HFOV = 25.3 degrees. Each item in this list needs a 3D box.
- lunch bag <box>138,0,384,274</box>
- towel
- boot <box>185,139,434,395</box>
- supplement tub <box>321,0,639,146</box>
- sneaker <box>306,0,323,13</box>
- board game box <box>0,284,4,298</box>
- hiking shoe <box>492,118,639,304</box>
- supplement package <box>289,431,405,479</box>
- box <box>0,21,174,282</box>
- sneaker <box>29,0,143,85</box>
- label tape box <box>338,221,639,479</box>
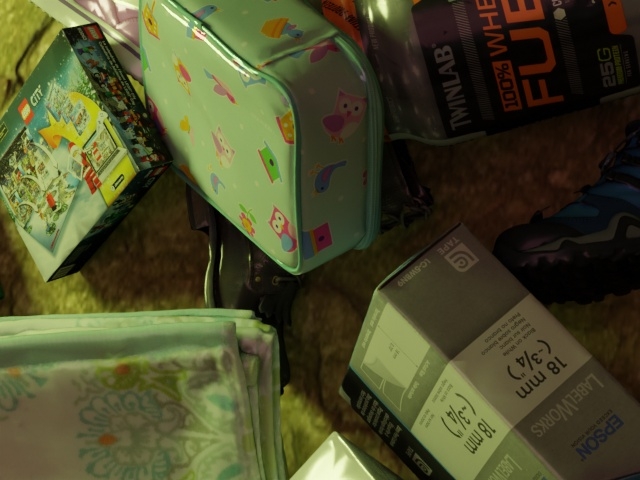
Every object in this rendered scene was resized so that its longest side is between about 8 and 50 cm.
[{"bbox_3d":[-0.056,-0.112,1.253,0.107,0.224,0.279,-24,43,-23],"label":"lunch bag"},{"bbox_3d":[-0.206,0.226,1.349,0.374,0.090,0.321,-3,105,13],"label":"towel"},{"bbox_3d":[0.000,0.000,1.364,0.229,0.091,0.263,-19,78,15],"label":"boot"},{"bbox_3d":[0.171,-0.198,1.263,0.316,0.193,0.194,-16,81,9],"label":"supplement tub"},{"bbox_3d":[-0.029,-0.254,1.367,0.084,0.152,0.058,26,118,21],"label":"sneaker"},{"bbox_3d":[-0.514,0.022,1.535,0.317,0.046,0.214,-23,79,14],"label":"board game box"},{"bbox_3d":[0.274,-0.035,1.248,0.304,0.113,0.132,-14,66,-19],"label":"hiking shoe"},{"bbox_3d":[0.039,0.315,1.238,0.194,0.203,0.149,-48,38,3],"label":"supplement package"},{"bbox_3d":[-0.245,-0.082,1.399,0.233,0.044,0.159,-42,73,47],"label":"box"},{"bbox_3d":[-0.200,-0.269,1.433,0.282,0.102,0.161,36,93,25],"label":"sneaker"},{"bbox_3d":[0.175,0.177,1.214,0.106,0.241,0.334,-38,73,-22],"label":"label tape box"}]
